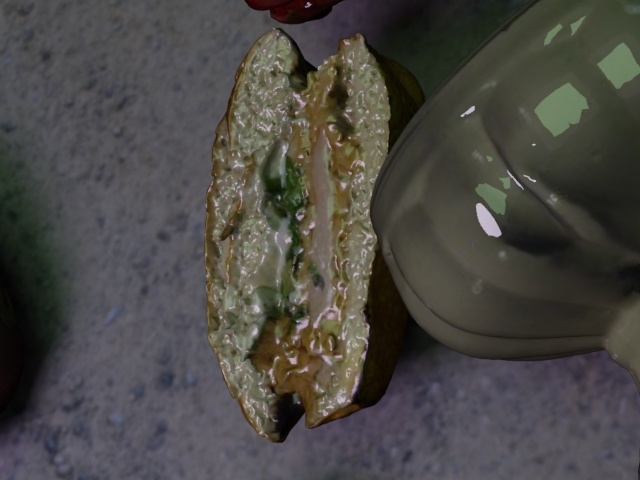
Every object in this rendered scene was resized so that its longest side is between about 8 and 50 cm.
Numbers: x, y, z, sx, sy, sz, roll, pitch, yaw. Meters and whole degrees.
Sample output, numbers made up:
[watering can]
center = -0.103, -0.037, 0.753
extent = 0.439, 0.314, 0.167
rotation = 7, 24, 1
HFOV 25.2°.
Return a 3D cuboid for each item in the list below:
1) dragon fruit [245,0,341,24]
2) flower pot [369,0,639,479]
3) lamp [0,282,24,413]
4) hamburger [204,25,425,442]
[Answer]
[dragon fruit]
center = 0.048, -0.272, 1.093
extent = 0.205, 0.152, 0.317
rotation = 0, 59, 5
[flower pot]
center = 0.209, -0.006, 0.853
extent = 0.307, 0.307, 0.244
rotation = -39, 71, 8
[lamp]
center = -0.336, 0.058, 1.127
extent = 0.180, 0.180, 0.258
rotation = -33, 66, 11
[hamburger]
center = 0.000, 0.000, 1.012
extent = 0.144, 0.156, 0.283
rotation = 5, 90, 18
